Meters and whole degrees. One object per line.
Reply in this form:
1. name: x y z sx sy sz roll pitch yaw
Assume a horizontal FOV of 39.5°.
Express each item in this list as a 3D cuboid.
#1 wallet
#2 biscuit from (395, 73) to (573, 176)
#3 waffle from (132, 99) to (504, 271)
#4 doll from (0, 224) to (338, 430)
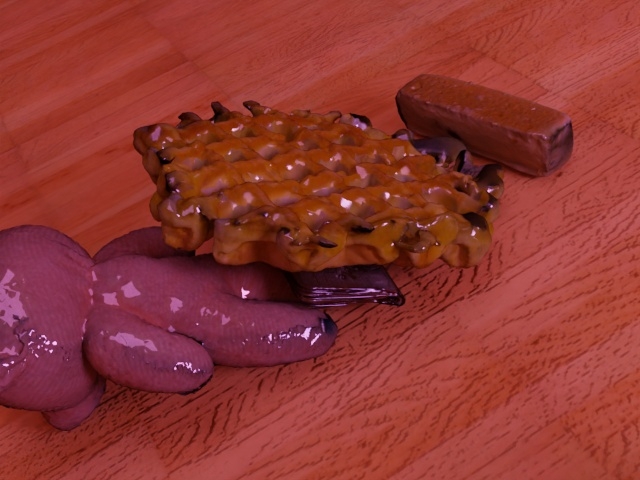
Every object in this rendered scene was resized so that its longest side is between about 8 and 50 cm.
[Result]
1. wallet: 0.000 0.000 0.762 0.095 0.026 0.176 5 29 -21
2. biscuit: 0.152 -0.111 0.845 0.052 0.056 0.188 -36 40 -24
3. waffle: 0.006 -0.047 0.751 0.329 0.062 0.329 8 25 -4
4. doll: -0.144 0.079 0.714 0.303 0.156 0.201 6 28 -14
